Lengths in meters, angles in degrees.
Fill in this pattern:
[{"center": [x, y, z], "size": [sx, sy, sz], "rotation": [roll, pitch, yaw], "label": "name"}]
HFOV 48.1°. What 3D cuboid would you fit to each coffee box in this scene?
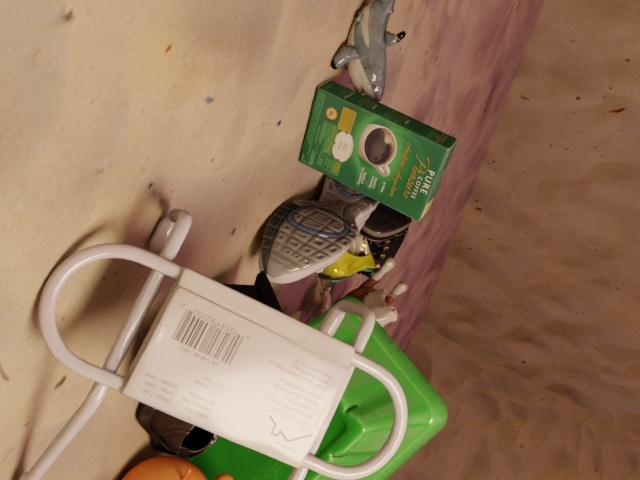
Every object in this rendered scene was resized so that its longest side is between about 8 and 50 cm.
[{"center": [0.069, -0.113, 0.903], "size": [0.040, 0.184, 0.113], "rotation": [-43, 154, -51], "label": "coffee box"}]

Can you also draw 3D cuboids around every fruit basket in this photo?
[{"center": [0.005, 0.275, 1.128], "size": [0.392, 0.283, 0.392], "rotation": [-32, 155, -17], "label": "fruit basket"}]

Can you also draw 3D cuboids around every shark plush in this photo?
[{"center": [0.077, -0.262, 0.907], "size": [0.161, 0.067, 0.073], "rotation": [-65, 165, 6], "label": "shark plush"}]

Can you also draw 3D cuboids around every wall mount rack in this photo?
[{"center": [-0.108, 0.152, 0.657], "size": [0.304, 0.350, 0.130], "rotation": [-63, -160, -8], "label": "wall mount rack"}]

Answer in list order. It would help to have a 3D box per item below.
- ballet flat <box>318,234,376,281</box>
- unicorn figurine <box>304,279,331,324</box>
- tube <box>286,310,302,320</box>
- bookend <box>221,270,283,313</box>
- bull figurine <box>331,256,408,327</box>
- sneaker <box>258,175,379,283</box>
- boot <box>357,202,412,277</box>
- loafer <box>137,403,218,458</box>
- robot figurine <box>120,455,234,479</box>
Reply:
[{"center": [0.056, 0.027, 1.327], "size": [0.231, 0.077, 0.077], "rotation": [-10, 108, -69], "label": "ballet flat"}, {"center": [-0.010, 0.148, 1.320], "size": [0.161, 0.060, 0.111], "rotation": [-63, 170, -12], "label": "unicorn figurine"}, {"center": [-0.079, 0.153, 1.107], "size": [0.240, 0.070, 0.062], "rotation": [12, 63, -79], "label": "tube"}, {"center": [-0.123, 0.103, 0.806], "size": [0.157, 0.156, 0.072], "rotation": [-119, -140, -52], "label": "bookend"}, {"center": [0.083, 0.143, 1.432], "size": [0.188, 0.101, 0.310], "rotation": [-42, 179, -31], "label": "bull figurine"}, {"center": [0.000, 0.000, 1.028], "size": [0.297, 0.111, 0.129], "rotation": [-38, 157, -56], "label": "sneaker"}, {"center": [0.121, 0.009, 1.484], "size": [0.236, 0.085, 0.178], "rotation": [-35, 151, -61], "label": "boot"}, {"center": [-0.168, 0.244, 0.914], "size": [0.080, 0.078, 0.220], "rotation": [-58, 164, -18], "label": "loafer"}, {"center": [-0.198, 0.355, 0.910], "size": [0.219, 0.158, 0.128], "rotation": [98, 2, -51], "label": "robot figurine"}]
